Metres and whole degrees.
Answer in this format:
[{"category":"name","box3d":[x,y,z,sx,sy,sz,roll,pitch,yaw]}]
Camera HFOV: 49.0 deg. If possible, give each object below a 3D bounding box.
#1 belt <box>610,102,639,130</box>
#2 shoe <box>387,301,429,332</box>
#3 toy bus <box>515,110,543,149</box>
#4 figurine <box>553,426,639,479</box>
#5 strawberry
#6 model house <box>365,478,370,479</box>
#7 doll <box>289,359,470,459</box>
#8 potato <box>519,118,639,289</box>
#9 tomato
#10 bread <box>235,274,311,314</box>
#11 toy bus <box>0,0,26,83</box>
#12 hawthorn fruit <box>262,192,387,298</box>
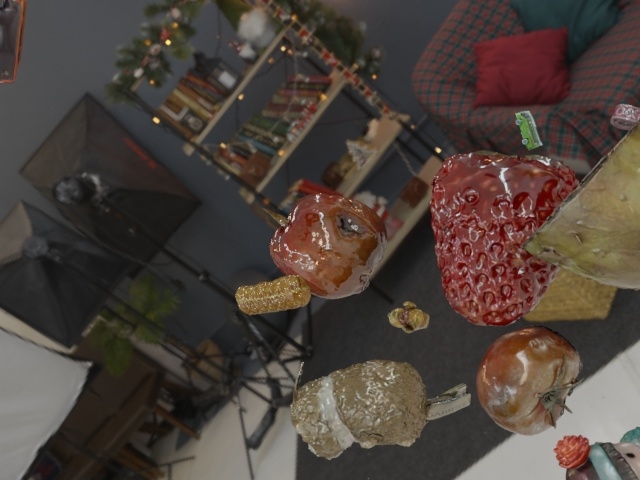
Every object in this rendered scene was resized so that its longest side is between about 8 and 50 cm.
[{"category":"belt","box3d":[0.845,-0.288,1.750,0.232,0.071,0.053,22,80,34]},{"category":"shoe","box3d":[0.211,0.183,1.681,0.109,0.069,0.072,28,101,67]},{"category":"toy bus","box3d":[0.440,-0.234,1.486,0.037,0.083,0.031,-19,2,25]},{"category":"figurine","box3d":[0.444,0.325,1.007,0.138,0.245,0.110,52,131,36]},{"category":"strawberry","box3d":[0.357,-0.004,1.411,0.295,0.317,0.345,111,178,-63]},{"category":"model house","box3d":[0.237,0.580,1.308,0.303,0.237,0.216,-2,58,14]},{"category":"doll","box3d":[0.069,0.201,0.847,0.221,0.115,0.105,-6,11,14]},{"category":"potato","box3d":[0.522,-0.025,1.142,0.301,0.237,0.289,-38,-15,-34]},{"category":"tomato","box3d":[0.396,0.284,1.394,0.180,0.155,0.214,28,115,43]},{"category":"bread","box3d":[-0.077,0.089,1.125,0.157,0.052,0.044,-13,15,43]},{"category":"toy bus","box3d":[-0.631,-0.348,1.072,0.153,0.329,0.143,-119,41,-59]},{"category":"hawthorn fruit","box3d":[0.020,0.013,1.617,0.261,0.258,0.258,19,64,24]}]
